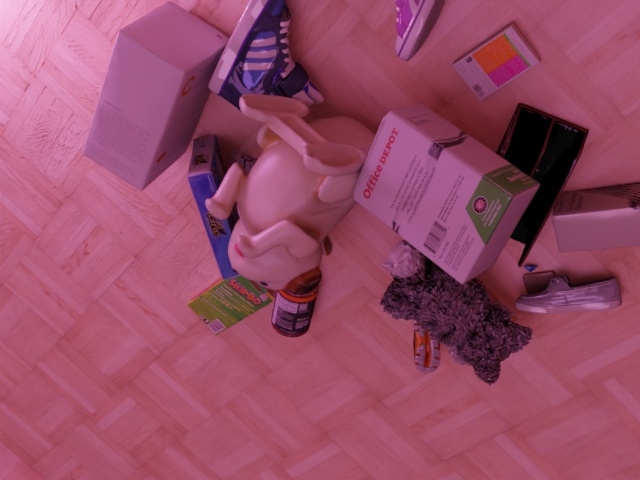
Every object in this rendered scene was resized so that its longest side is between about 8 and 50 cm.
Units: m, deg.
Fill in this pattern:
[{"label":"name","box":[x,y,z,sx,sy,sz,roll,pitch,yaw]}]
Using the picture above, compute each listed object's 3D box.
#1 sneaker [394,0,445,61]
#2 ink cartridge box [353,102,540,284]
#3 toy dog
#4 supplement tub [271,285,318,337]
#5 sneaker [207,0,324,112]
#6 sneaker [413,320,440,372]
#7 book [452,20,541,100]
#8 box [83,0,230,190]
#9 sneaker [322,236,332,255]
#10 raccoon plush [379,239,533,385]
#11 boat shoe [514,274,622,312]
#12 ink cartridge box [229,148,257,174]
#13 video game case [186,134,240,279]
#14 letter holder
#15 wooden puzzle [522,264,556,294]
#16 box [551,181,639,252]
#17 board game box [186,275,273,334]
[{"label":"sneaker","box":[0.163,-0.498,1.557,0.161,0.102,0.282,25,117,12]},{"label":"ink cartridge box","box":[0.228,-0.094,1.526,0.289,0.122,0.211,40,128,24]},{"label":"toy dog","box":[-0.065,-0.079,1.750,0.285,0.395,0.407,38,120,21]},{"label":"supplement tub","box":[-0.063,0.146,2.072,0.106,0.106,0.197,21,127,11]},{"label":"sneaker","box":[-0.075,-0.394,1.726,0.236,0.130,0.322,27,120,-12]},{"label":"sneaker","box":[0.262,0.213,1.987,0.084,0.083,0.214,8,106,1]},{"label":"book","box":[0.347,-0.352,1.605,0.144,0.035,0.096,-30,109,36]},{"label":"box","box":[-0.369,-0.321,1.818,0.168,0.215,0.345,33,129,2]},{"label":"sneaker","box":[0.000,0.000,1.999,0.037,0.032,0.083,-4,115,42]},{"label":"raccoon plush","box":[0.280,0.169,1.733,0.299,0.446,0.216,44,106,18]},{"label":"boat shoe","box":[0.544,0.114,1.796,0.228,0.079,0.081,-5,94,19]},{"label":"ink cartridge box","box":[-0.186,-0.180,1.960,0.083,0.028,0.048,26,128,7]},{"label":"video game case","box":[-0.240,-0.083,1.915,0.061,0.244,0.269,-14,118,1]},{"label":"letter holder","box":[0.396,-0.085,1.640,0.152,0.214,0.301,24,128,8]},{"label":"wooden puzzle","box":[0.503,0.102,1.845,0.079,0.014,0.116,-5,119,22]},{"label":"box","box":[0.616,-0.051,1.631,0.275,0.113,0.094,-7,117,27]},{"label":"board game box","box":[-0.242,0.161,2.208,0.259,0.039,0.124,-31,105,39]}]
